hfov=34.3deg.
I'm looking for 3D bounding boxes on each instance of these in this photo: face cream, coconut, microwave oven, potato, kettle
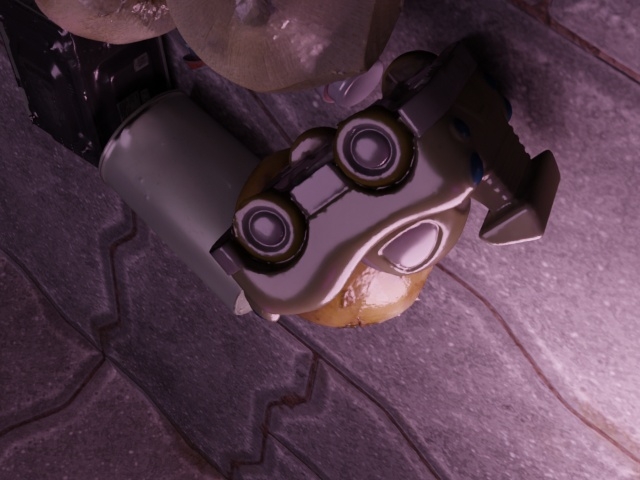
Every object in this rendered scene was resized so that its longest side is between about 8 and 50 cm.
[{"bbox_3d":[0.022,-0.218,1.268,0.095,0.091,0.091,47,152,18],"label":"face cream"},{"bbox_3d":[-0.266,-0.364,1.349,0.230,0.227,0.227,6,131,56],"label":"coconut"},{"bbox_3d":[-0.377,-0.287,1.635,0.237,0.181,0.295,33,148,28],"label":"microwave oven"},{"bbox_3d":[-0.029,-0.271,1.074,0.245,0.247,0.245,4,117,8],"label":"coconut"},{"bbox_3d":[0.000,0.000,1.400,0.299,0.239,0.116,33,-167,15],"label":"potato"},{"bbox_3d":[-0.157,-0.066,1.632,0.318,0.265,0.205,41,116,12],"label":"kettle"}]

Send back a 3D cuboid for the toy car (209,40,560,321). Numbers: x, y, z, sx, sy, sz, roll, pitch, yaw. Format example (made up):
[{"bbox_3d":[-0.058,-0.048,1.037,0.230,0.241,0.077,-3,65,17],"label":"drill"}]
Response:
[{"bbox_3d":[0.071,-0.043,1.168,0.336,0.242,0.226,-37,100,31],"label":"toy car"}]

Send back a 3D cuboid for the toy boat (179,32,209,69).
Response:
[{"bbox_3d":[-0.189,-0.309,1.504,0.096,0.034,0.122,2,126,46],"label":"toy boat"}]
